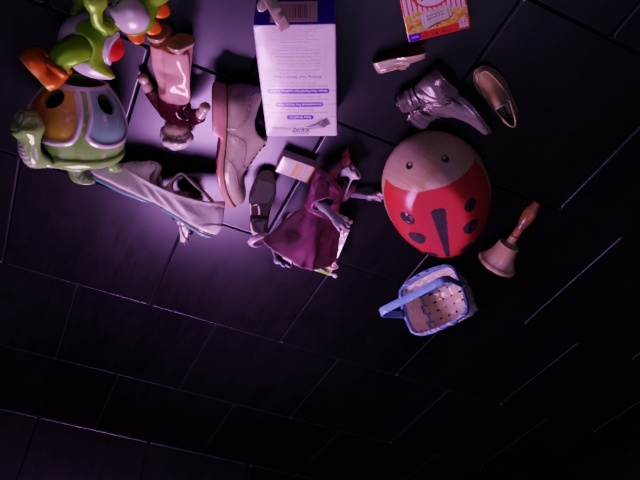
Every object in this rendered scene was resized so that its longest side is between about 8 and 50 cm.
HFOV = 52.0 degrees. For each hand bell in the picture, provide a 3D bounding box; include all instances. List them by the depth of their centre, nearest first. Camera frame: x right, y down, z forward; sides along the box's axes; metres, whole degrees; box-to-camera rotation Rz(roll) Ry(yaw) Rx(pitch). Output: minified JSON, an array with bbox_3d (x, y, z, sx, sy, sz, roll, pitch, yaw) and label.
[{"bbox_3d":[0.596,-0.018,2.000,0.126,0.126,0.242,16,122,-14],"label":"hand bell"}]

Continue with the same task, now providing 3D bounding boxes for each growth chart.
[{"bbox_3d":[0.000,0.000,2.023,0.172,0.021,0.237,14,121,-6],"label":"growth chart"}]

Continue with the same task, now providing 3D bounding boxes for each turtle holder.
[{"bbox_3d":[-0.633,-0.287,1.626,0.320,0.243,0.227,-10,125,-43],"label":"turtle holder"}]

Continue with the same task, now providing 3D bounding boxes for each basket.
[{"bbox_3d":[0.353,0.193,2.112,0.255,0.201,0.289,-29,159,26],"label":"basket"}]

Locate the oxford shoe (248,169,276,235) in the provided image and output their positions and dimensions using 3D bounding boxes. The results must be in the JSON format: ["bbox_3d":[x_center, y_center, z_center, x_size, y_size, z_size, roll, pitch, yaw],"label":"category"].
[{"bbox_3d":[-0.175,-0.119,1.936,0.076,0.076,0.212,10,119,-6],"label":"oxford shoe"}]

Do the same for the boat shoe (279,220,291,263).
[{"bbox_3d":[-0.124,0.008,2.068,0.063,0.066,0.184,-1,145,1],"label":"boat shoe"}]

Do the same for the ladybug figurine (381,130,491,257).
[{"bbox_3d":[0.335,-0.102,1.864,0.305,0.161,0.449,-14,133,15],"label":"ladybug figurine"}]

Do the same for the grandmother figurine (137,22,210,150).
[{"bbox_3d":[-0.366,-0.365,1.670,0.208,0.104,0.342,34,142,18],"label":"grandmother figurine"}]

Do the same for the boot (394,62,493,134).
[{"bbox_3d":[0.320,-0.336,1.701,0.246,0.083,0.161,37,133,-23],"label":"boot"}]

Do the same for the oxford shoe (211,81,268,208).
[{"bbox_3d":[-0.210,-0.241,1.764,0.147,0.140,0.397,-3,138,-7],"label":"oxford shoe"}]

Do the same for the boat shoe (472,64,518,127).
[{"bbox_3d":[0.451,-0.362,1.661,0.068,0.072,0.190,-31,126,29],"label":"boat shoe"}]

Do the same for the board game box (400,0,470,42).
[{"bbox_3d":[0.252,-0.560,1.486,0.147,0.045,0.193,-11,134,13],"label":"board game box"}]

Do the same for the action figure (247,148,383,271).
[{"bbox_3d":[0.001,-0.098,1.885,0.276,0.248,0.370,26,108,20],"label":"action figure"}]

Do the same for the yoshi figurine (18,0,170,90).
[{"bbox_3d":[-0.507,-0.506,1.452,0.362,0.203,0.203,-38,163,-1],"label":"yoshi figurine"}]

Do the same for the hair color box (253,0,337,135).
[{"bbox_3d":[-0.051,-0.406,1.582,0.185,0.110,0.338,0,141,1],"label":"hair color box"}]

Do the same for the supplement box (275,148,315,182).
[{"bbox_3d":[-0.070,-0.211,1.856,0.099,0.036,0.062,19,133,-17],"label":"supplement box"}]

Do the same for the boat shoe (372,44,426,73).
[{"bbox_3d":[0.196,-0.442,1.609,0.135,0.050,0.045,-5,139,21],"label":"boat shoe"}]

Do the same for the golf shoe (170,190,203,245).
[{"bbox_3d":[-0.416,-0.074,1.990,0.094,0.077,0.198,19,127,-2],"label":"golf shoe"}]

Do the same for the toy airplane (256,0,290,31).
[{"bbox_3d":[-0.183,-0.629,1.226,0.272,0.384,0.386,-31,143,-15],"label":"toy airplane"}]

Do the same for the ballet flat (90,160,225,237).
[{"bbox_3d":[-0.448,-0.149,1.860,0.400,0.139,0.139,27,132,0],"label":"ballet flat"}]
